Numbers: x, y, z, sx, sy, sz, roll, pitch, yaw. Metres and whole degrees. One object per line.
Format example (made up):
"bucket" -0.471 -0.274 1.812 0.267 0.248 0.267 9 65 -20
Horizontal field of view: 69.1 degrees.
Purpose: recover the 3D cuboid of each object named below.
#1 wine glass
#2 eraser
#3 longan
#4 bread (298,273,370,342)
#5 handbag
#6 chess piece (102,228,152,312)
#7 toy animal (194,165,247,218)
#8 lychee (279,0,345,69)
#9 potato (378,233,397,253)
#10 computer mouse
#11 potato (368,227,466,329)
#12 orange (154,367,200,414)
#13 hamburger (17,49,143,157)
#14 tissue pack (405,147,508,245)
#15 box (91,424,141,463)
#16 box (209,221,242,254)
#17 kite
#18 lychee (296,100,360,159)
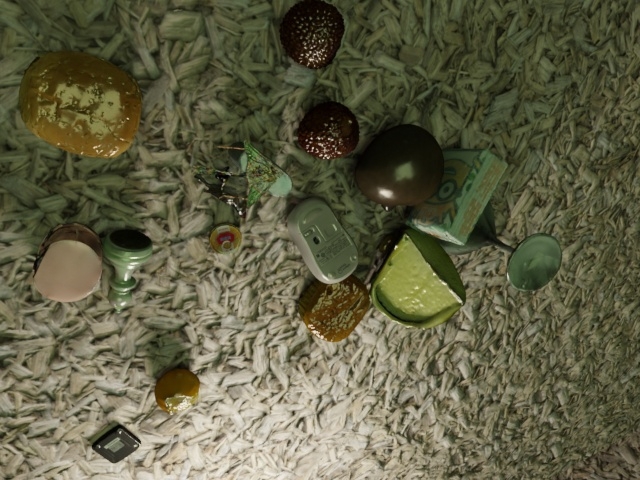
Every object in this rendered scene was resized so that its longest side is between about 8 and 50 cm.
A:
"wine glass" 0.605 0.005 1.613 0.267 0.406 0.267 -6 113 -14
"eraser" -0.180 -0.212 1.362 0.174 0.227 0.081 34 93 -25
"longan" 0.257 -0.223 1.500 0.301 0.243 0.300 -4 122 -7
"bread" 0.053 0.229 1.656 0.227 0.142 0.253 40 95 -19
"handbag" -0.725 0.063 1.343 0.179 0.116 0.205 27 100 -25
"chess piece" -0.598 0.110 1.413 0.139 0.139 0.271 9 118 -21
"toy animal" -0.292 -0.147 1.451 0.105 0.070 0.202 -32 120 9
"lychee" -0.025 -0.585 1.310 0.188 0.188 0.188 -6 111 -16
"potato" 0.247 0.013 1.694 0.051 0.040 0.083 44 91 -14
"computer mouse" 0.000 0.000 1.550 0.184 0.121 0.296 -41 109 -18
"potato" 0.344 0.156 1.705 0.280 0.213 0.330 -44 80 26
"orange" -0.488 0.516 1.584 0.157 0.134 0.156 -1 107 -4
"hamburger" -0.619 -0.353 1.212 0.283 0.144 0.259 10 109 -16
"tissue pack" 0.448 -0.154 1.566 0.128 0.228 0.310 29 88 -26
"box" -0.717 0.723 1.640 0.126 0.027 0.125 -36 117 -3
"box" -0.307 -0.006 1.502 0.106 0.037 0.105 -6 112 -16
"kite" -0.217 -0.173 1.233 0.245 0.006 0.197 -2 107 -18
"lychee" 0.021 -0.328 1.420 0.188 0.188 0.188 -6 111 -16
